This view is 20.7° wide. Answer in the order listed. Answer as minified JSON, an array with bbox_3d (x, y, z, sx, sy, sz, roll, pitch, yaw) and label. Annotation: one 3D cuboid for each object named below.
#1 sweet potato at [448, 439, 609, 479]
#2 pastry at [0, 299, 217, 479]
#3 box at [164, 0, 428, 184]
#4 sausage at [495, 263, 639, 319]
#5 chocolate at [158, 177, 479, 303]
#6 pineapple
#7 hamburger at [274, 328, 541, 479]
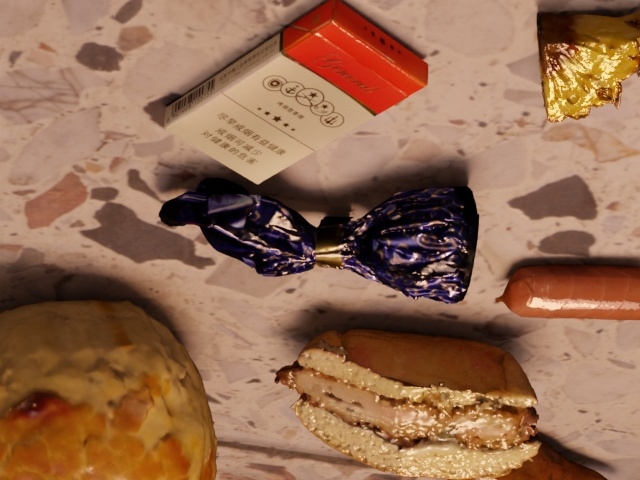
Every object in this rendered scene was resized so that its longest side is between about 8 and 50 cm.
[{"bbox_3d":[0.246,0.309,2.328,0.359,0.112,0.112,15,143,-24],"label":"sweet potato"},{"bbox_3d":[-0.306,0.258,2.065,0.388,0.313,0.388,-3,141,-3],"label":"pastry"},{"bbox_3d":[-0.027,-0.143,1.741,0.139,0.035,0.245,30,136,-34],"label":"box"},{"bbox_3d":[0.286,0.058,2.007,0.169,0.065,0.065,1,145,2],"label":"sausage"},{"bbox_3d":[-0.004,-0.003,1.881,0.343,0.126,0.148,3,-173,3],"label":"chocolate"},{"bbox_3d":[0.249,-0.180,1.669,0.116,0.069,0.137,31,126,-28],"label":"pineapple"},{"bbox_3d":[0.122,0.188,2.112,0.282,0.245,0.155,30,126,30],"label":"hamburger"}]
